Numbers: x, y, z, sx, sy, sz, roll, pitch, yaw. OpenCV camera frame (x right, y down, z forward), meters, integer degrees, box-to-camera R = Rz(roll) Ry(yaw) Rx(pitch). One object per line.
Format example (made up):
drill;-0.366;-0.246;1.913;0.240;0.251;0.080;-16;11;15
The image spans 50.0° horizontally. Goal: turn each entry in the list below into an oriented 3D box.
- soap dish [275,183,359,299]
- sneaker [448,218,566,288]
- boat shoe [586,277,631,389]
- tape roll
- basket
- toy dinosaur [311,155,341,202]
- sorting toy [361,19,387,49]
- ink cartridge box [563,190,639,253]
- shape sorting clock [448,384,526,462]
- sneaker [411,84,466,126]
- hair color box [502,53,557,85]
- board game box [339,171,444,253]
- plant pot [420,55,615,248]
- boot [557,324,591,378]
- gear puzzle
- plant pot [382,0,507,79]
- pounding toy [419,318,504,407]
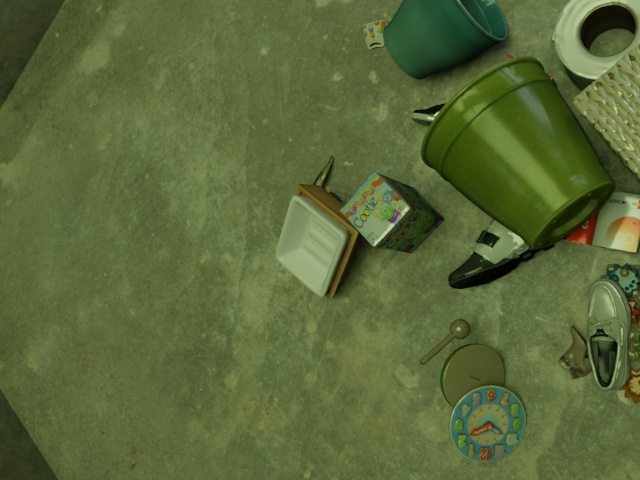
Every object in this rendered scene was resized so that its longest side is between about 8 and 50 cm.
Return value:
soap dish;0.000;0.000;1.971;0.229;0.118;0.290;40;137;20
sneaker;0.467;0.007;1.797;0.331;0.122;0.146;-31;65;9
boat shoe;0.680;0.224;1.641;0.096;0.088;0.267;0;90;41
tape roll;0.710;-0.489;1.679;0.246;0.169;0.245;-3;84;28
basket;0.786;-0.238;1.495;0.266;0.331;0.328;-40;54;21
toy dinosaur;-0.011;-0.123;2.092;0.118;0.064;0.268;41;101;31
sorting toy;0.161;-0.615;2.059;0.083;0.045;0.075;-7;101;27
ink cartridge box;0.711;-0.054;1.712;0.180;0.045;0.145;12;91;26
shape sorting clock;0.430;0.472;1.759;0.206;0.040;0.206;-2;101;-9
sneaker;0.368;-0.374;1.908;0.217;0.079;0.121;11;87;20
hair color box;0.549;-0.435;1.814;0.141;0.072;0.043;37;102;25
board game box;0.199;-0.068;1.851;0.144;0.275;0.142;-48;66;16
plant pot;0.493;-0.182;1.638;0.366;0.367;0.353;-43;63;18
boot;0.635;0.285;1.722;0.087;0.042;0.118;-38;71;20
gear puzzle;0.762;0.224;1.658;0.176;0.044;0.338;3;87;28
plant pot;0.318;-0.579;1.854;0.255;0.272;0.271;-33;71;36
pounding toy;0.365;0.334;1.815;0.183;0.110;0.236;-41;105;-12
